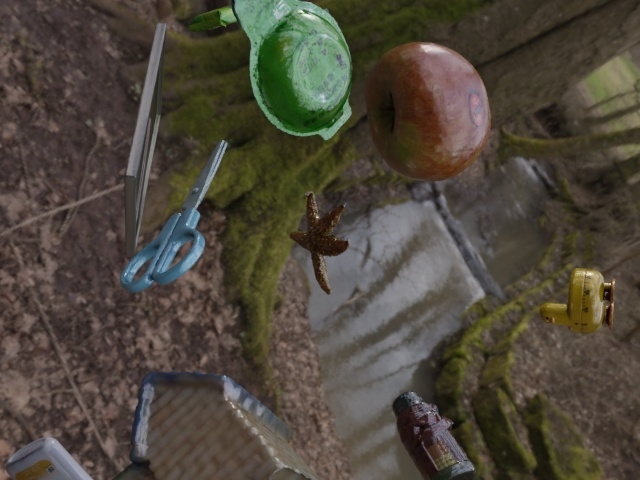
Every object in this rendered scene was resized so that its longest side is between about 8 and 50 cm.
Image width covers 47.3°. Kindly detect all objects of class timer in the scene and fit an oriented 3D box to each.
[{"bbox_3d":[0.411,0.097,1.170,0.107,0.109,0.107,4,90,-67],"label":"timer"}]

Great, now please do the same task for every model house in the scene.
[{"bbox_3d":[-0.251,0.503,1.454,0.400,0.445,0.395,42,-6,34],"label":"model house"}]

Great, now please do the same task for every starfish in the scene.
[{"bbox_3d":[-0.001,0.000,1.587,0.043,0.227,0.240,-5,78,-28],"label":"starfish"}]

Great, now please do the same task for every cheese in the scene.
[{"bbox_3d":[-0.047,-0.292,1.092,0.204,0.083,0.320,-51,124,-23],"label":"cheese"}]

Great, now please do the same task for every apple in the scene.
[{"bbox_3d":[0.247,-0.290,1.628,0.277,0.250,0.309,-127,-152,-47],"label":"apple"}]

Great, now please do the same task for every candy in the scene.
[{"bbox_3d":[-0.144,-0.415,1.320,0.178,0.102,0.032,-33,117,-37],"label":"candy"}]

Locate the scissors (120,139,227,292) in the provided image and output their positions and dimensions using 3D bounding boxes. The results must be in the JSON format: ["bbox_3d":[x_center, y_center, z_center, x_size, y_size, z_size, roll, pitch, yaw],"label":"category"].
[{"bbox_3d":[-0.262,-0.070,1.473,0.029,0.192,0.447,52,35,-30],"label":"scissors"}]

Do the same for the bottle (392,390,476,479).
[{"bbox_3d":[0.279,0.504,1.854,0.271,0.143,0.156,59,-5,41],"label":"bottle"}]

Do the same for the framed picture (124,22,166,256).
[{"bbox_3d":[-0.263,-0.150,1.097,0.016,0.213,0.289,8,58,-10],"label":"framed picture"}]

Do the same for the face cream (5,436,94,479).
[{"bbox_3d":[-0.593,0.588,1.701,0.291,0.144,0.071,58,11,-21],"label":"face cream"}]
